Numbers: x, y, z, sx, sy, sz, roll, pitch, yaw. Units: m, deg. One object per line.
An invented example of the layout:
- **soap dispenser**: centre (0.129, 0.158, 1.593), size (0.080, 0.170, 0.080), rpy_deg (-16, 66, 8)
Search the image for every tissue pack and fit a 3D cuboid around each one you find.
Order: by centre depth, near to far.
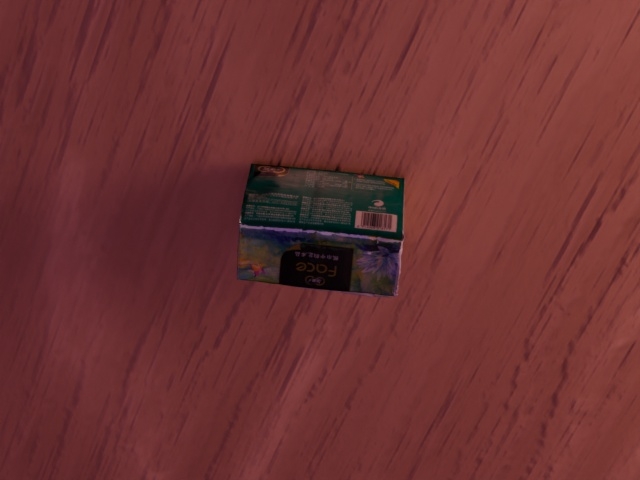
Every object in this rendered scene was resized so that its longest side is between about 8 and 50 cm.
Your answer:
- **tissue pack**: centre (0.001, 0.001, 1.091), size (0.111, 0.085, 0.079), rpy_deg (5, 122, 1)
